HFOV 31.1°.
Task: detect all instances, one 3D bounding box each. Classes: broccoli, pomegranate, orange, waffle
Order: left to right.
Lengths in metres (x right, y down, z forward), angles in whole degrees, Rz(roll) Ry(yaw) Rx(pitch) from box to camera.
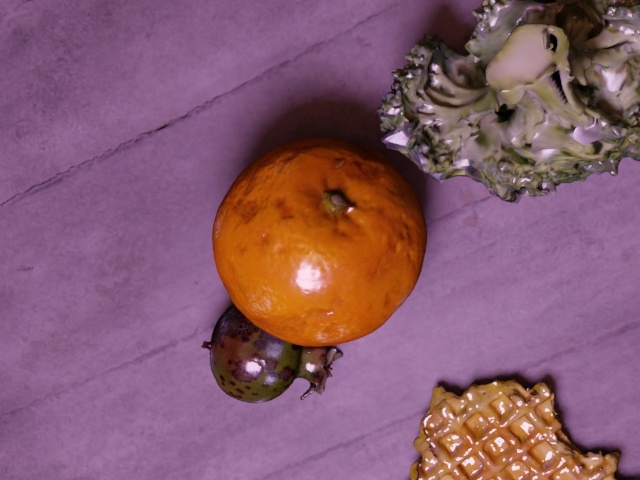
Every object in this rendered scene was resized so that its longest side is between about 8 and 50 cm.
[{"bbox_3d":[-0.068,0.155,1.514,0.169,0.148,0.148,31,105,5],"label":"pomegranate"},{"bbox_3d":[0.000,0.000,1.414,0.261,0.261,0.261,2,102,10],"label":"orange"},{"bbox_3d":[0.258,0.317,1.530,0.301,0.058,0.281,26,105,3],"label":"waffle"},{"bbox_3d":[0.240,-0.207,1.323,0.375,0.302,0.249,-10,61,17],"label":"broccoli"}]
